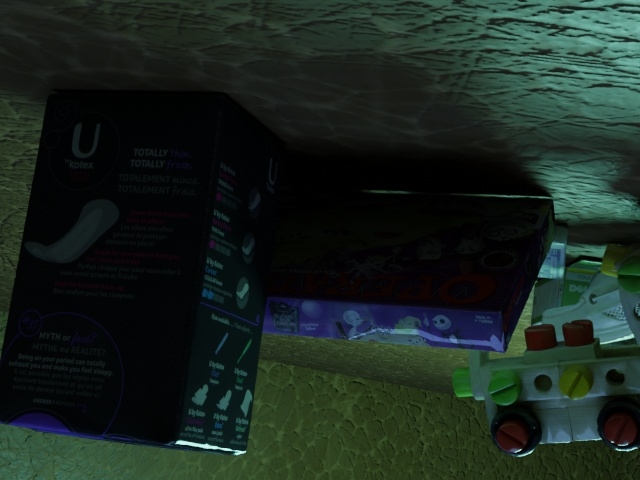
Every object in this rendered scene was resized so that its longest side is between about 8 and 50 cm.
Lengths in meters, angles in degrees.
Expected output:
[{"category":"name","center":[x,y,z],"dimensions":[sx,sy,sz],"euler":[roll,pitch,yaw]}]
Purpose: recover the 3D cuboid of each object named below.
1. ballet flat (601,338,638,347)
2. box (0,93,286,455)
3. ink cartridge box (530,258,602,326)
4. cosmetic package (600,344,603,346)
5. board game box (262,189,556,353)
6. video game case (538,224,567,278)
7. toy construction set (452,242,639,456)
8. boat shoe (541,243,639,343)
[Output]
[{"category":"ballet flat","center":[0.479,0.160,1.633],"dimensions":[0.147,0.147,0.409],"euler":[3,174,24]},{"category":"box","center":[-0.141,0.029,0.978],"dimensions":[0.165,0.270,0.143],"euler":[4,169,20]},{"category":"ink cartridge box","center":[0.332,0.073,1.446],"dimensions":[0.109,0.062,0.209],"euler":[8,169,-3]},{"category":"cosmetic package","center":[0.467,0.203,2.100],"dimensions":[0.115,0.041,0.060],"euler":[-1,166,39]},{"category":"board game box","center":[0.022,0.018,1.096],"dimensions":[0.347,0.056,0.208],"euler":[3,-147,22]},{"category":"video game case","center":[0.175,0.007,1.314],"dimensions":[0.183,0.023,0.201],"euler":[6,170,12]},{"category":"toy construction set","center":[0.239,0.085,1.141],"dimensions":[0.328,0.215,0.151],"euler":[-5,-171,38]},{"category":"boat shoe","center":[0.330,0.050,1.253],"dimensions":[0.098,0.096,0.277],"euler":[-17,178,-37]}]
